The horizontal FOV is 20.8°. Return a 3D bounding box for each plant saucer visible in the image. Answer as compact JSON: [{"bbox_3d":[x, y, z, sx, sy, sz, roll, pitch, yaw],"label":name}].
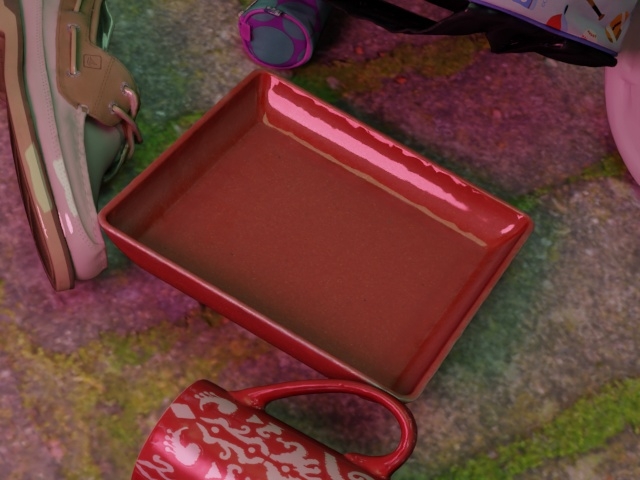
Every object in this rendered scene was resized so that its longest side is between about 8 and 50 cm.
[{"bbox_3d":[0.000,0.000,1.297,0.259,0.047,0.258,29,40,10],"label":"plant saucer"}]

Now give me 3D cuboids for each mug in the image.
[{"bbox_3d":[-0.022,0.161,1.167,0.169,0.113,0.150,30,58,15],"label":"mug"}]

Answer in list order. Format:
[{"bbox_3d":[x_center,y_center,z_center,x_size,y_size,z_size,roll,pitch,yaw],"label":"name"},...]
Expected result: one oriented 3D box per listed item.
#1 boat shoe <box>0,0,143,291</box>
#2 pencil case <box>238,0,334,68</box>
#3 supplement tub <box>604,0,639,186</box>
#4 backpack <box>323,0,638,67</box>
[{"bbox_3d":[-0.186,-0.100,1.314,0.103,0.113,0.302,-9,56,-12],"label":"boat shoe"},{"bbox_3d":[-0.017,-0.217,1.468,0.070,0.064,0.151,23,53,0],"label":"pencil case"},{"bbox_3d":[0.421,-0.145,1.426,0.338,0.207,0.207,-16,60,-23],"label":"supplement tub"},{"bbox_3d":[0.139,-0.246,1.360,0.277,0.213,0.263,8,24,-31],"label":"backpack"}]
